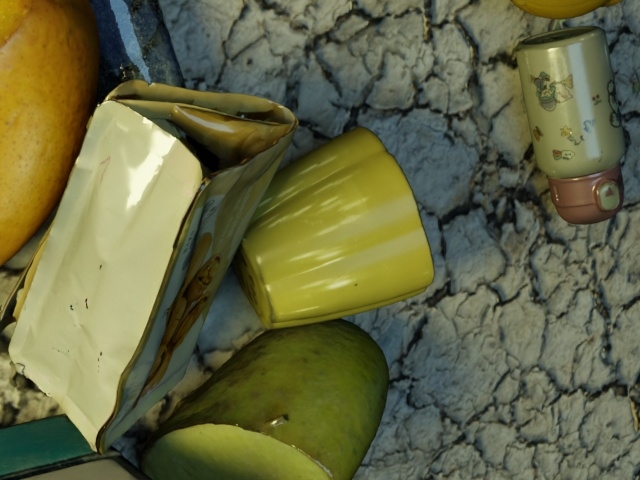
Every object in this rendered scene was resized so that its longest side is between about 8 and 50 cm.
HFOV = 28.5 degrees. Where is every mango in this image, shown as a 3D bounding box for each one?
[{"bbox_3d":[-0.321,-0.088,1.135,0.199,0.201,0.350,22,94,-6],"label":"mango"}]

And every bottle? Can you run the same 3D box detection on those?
[{"bbox_3d":[0.308,-0.134,1.517,0.110,0.110,0.233,-20,106,-25],"label":"bottle"},{"bbox_3d":[-0.187,-0.171,1.247,0.093,0.093,0.330,-24,109,-24],"label":"bottle"}]

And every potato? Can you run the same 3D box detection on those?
[{"bbox_3d":[-0.046,0.154,1.346,0.112,0.269,0.255,60,41,-21],"label":"potato"}]

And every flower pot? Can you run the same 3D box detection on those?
[{"bbox_3d":[0.000,0.000,1.330,0.179,0.195,0.195,-23,108,-14],"label":"flower pot"}]

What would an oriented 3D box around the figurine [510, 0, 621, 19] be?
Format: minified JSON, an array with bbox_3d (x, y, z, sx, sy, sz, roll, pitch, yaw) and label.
[{"bbox_3d":[0.275,-0.374,1.439,0.192,0.167,0.257,42,50,-47],"label":"figurine"}]

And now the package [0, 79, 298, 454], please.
[{"bbox_3d":[-0.175,0.004,1.177,0.165,0.221,0.311,31,119,8],"label":"package"}]

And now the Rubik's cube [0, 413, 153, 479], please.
[{"bbox_3d":[-0.303,0.366,1.130,0.316,0.318,0.313,-9,103,-27],"label":"Rubik's cube"}]
